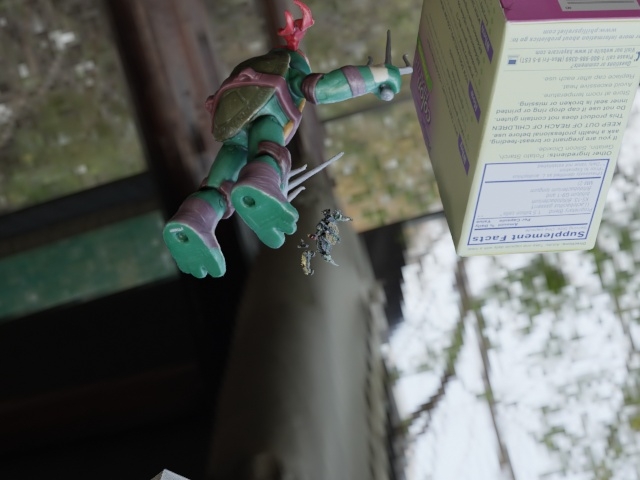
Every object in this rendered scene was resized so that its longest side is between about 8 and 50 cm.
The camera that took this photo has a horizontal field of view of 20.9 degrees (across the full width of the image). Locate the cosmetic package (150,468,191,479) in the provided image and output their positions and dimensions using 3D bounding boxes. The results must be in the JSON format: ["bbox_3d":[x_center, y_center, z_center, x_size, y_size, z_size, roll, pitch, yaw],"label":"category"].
[{"bbox_3d":[-0.043,0.263,1.396,0.099,0.239,0.060,-42,-153,54],"label":"cosmetic package"}]

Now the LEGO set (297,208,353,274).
[{"bbox_3d":[-0.001,-0.002,1.526,0.023,0.054,0.083,5,-169,31],"label":"LEGO set"}]

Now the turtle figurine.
[{"bbox_3d":[-0.033,-0.080,1.312,0.175,0.118,0.234,-49,-170,45],"label":"turtle figurine"}]

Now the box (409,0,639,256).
[{"bbox_3d":[0.160,-0.147,1.384,0.117,0.243,0.213,-2,-134,-10],"label":"box"}]
